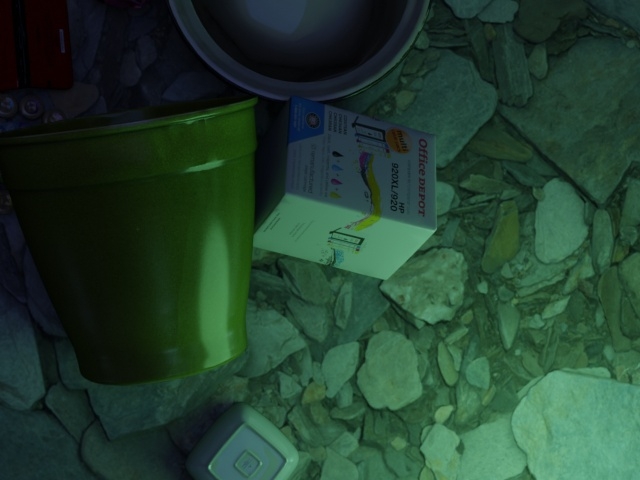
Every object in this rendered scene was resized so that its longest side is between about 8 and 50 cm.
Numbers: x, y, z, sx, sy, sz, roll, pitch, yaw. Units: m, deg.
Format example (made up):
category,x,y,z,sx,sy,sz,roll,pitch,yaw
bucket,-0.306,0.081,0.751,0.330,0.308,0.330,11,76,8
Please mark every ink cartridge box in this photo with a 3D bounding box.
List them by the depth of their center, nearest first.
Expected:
category,x,y,z,sx,sy,sz,roll,pitch,yaw
ink cartridge box,0.032,-0.074,1.806,0.232,0.168,0.171,14,59,-18

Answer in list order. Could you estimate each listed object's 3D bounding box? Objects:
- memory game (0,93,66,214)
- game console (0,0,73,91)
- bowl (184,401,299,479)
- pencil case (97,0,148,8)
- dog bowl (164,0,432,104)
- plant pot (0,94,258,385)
category,x,y,z,sx,sy,sz,roll,pitch,yaw
memory game,-0.439,-0.125,1.809,0.186,0.012,0.186,4,79,-22
game console,-0.442,-0.289,1.838,0.124,0.085,0.144,-3,87,-43
bowl,-0.111,0.328,1.845,0.142,0.053,0.142,43,78,-7
pencil case,-0.274,-0.445,1.847,0.098,0.095,0.209,19,85,-26
dog bowl,-0.044,-0.390,1.859,0.408,0.150,0.408,1,85,-11
plant pot,-0.240,0.001,1.713,0.366,0.366,0.353,-11,100,-12
